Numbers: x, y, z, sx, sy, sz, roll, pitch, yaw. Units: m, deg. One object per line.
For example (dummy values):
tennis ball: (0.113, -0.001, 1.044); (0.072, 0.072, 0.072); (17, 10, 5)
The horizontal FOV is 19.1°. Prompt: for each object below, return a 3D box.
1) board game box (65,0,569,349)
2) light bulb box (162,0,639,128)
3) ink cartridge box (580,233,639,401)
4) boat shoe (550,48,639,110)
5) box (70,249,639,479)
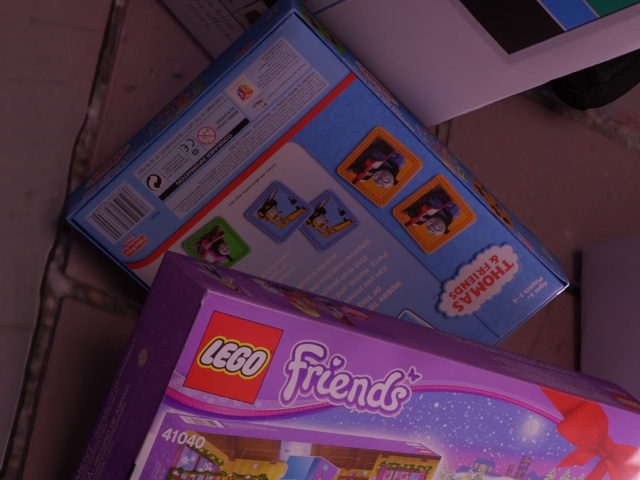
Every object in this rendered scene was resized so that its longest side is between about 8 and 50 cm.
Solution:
board game box: (0.000, 0.000, 0.988); (0.211, 0.160, 0.039); (44, 14, -19)
light bulb box: (0.115, -0.265, 0.989); (0.225, 0.361, 0.358); (47, 58, -18)
ink cartridge box: (0.380, 0.068, 1.084); (0.285, 0.395, 0.166); (10, 77, -33)
boat shoe: (0.240, -0.205, 1.224); (0.340, 0.127, 0.113); (-53, 147, -35)
box: (0.017, 0.139, 0.964); (0.293, 0.057, 0.201); (18, 101, -32)
